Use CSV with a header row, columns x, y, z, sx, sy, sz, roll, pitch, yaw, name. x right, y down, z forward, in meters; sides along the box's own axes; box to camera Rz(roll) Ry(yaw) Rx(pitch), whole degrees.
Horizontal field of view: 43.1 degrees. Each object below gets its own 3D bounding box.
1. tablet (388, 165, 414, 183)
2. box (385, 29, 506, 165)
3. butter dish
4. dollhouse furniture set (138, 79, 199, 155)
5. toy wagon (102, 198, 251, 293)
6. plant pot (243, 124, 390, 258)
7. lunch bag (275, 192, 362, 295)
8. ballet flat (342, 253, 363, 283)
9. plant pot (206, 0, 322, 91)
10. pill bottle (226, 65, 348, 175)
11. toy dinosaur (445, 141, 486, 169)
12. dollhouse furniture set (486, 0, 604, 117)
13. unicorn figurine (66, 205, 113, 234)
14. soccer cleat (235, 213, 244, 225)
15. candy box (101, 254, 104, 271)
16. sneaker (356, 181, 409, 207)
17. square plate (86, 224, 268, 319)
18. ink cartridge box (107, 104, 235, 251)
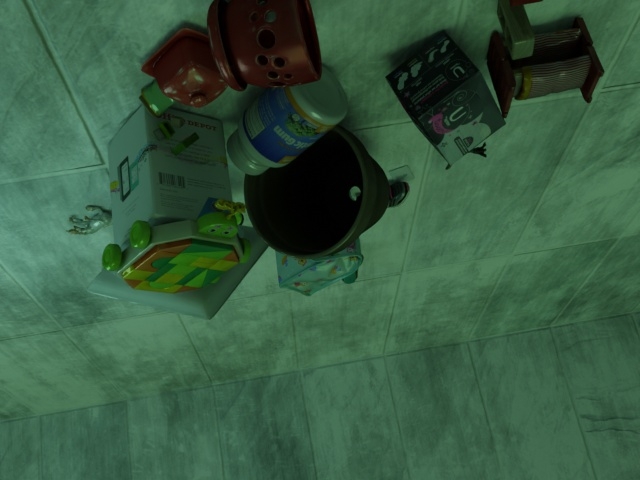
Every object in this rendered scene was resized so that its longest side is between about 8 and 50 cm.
x,y,z,sx,sy,sz,roll,pitch,yaw,name
0.221,-0.177,2.200,0.054,0.006,0.083,-18,155,14,tablet
0.273,-0.297,1.744,0.163,0.142,0.247,-38,149,8,box
-0.243,-0.313,1.577,0.160,0.118,0.160,-30,150,37,butter dish
-0.318,-0.250,1.651,0.076,0.152,0.058,-28,-167,37,dollhouse furniture set
-0.275,0.018,1.682,0.267,0.068,0.344,10,150,-40,toy wagon
0.028,-0.118,1.938,0.323,0.323,0.280,-25,168,28,plant pot
0.000,0.000,2.227,0.160,0.223,0.262,19,142,-39,lunch bag
0.094,0.070,2.609,0.073,0.067,0.206,-3,153,-10,ballet flat
-0.100,-0.361,1.448,0.174,0.191,0.191,-12,156,9,plant pot
-0.081,-0.251,1.739,0.152,0.152,0.272,10,147,-39,pill bottle
0.355,-0.250,2.036,0.118,0.064,0.268,-2,159,16,toy dinosaur
0.457,-0.417,1.600,0.201,0.152,0.374,-11,156,0,dollhouse furniture set
-0.575,-0.047,2.101,0.162,0.060,0.111,-8,162,36,unicorn figurine
-0.259,-0.040,2.245,0.072,0.060,0.179,0,162,-44,soccer cleat
-0.446,0.068,2.306,0.316,0.087,0.183,-15,156,30,candy box
0.166,-0.120,2.225,0.170,0.063,0.075,-20,159,39,sneaker
-0.335,0.039,1.971,0.347,0.344,0.049,10,128,21,square plate
-0.329,-0.122,1.770,0.198,0.270,0.197,9,150,-37,ink cartridge box
